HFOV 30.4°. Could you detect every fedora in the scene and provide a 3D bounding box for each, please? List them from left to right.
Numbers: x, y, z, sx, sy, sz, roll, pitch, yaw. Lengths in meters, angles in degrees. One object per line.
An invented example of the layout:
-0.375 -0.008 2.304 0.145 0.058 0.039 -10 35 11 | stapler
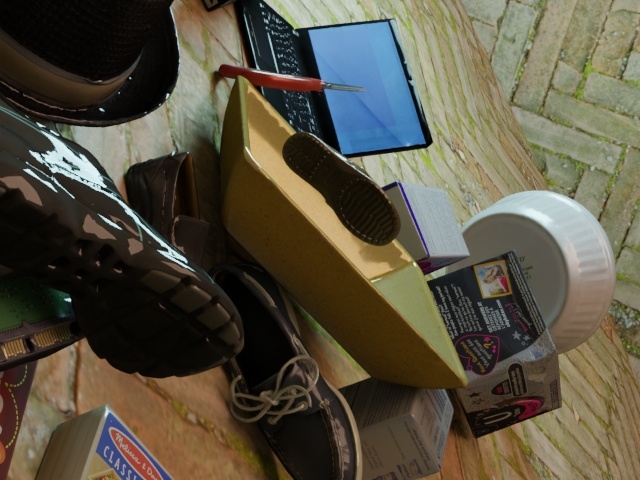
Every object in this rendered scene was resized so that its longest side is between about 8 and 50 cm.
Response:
-0.211 -0.264 0.966 0.334 0.152 0.334 29 45 -33 | fedora

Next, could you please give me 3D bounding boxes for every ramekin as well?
0.323 0.058 1.877 0.127 0.273 0.273 -6 72 -56 | ramekin

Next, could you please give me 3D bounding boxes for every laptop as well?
0.018 -0.246 1.631 0.264 0.136 0.234 32 38 -56 | laptop

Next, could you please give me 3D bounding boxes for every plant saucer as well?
0.000 0.000 1.259 0.333 0.081 0.333 46 11 -18 | plant saucer

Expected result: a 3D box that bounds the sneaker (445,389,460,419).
0.154 0.190 1.606 0.118 0.042 0.067 50 28 -30 | sneaker

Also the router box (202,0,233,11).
-0.063 -0.358 1.515 0.046 0.133 0.179 62 33 -8 | router box

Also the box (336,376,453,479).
0.058 0.199 1.223 0.072 0.137 0.126 63 21 -13 | box

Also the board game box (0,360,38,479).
-0.249 0.068 0.780 0.145 0.027 0.281 52 24 -34 | board game box

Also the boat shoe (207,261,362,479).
-0.039 0.133 1.122 0.079 0.095 0.255 17 49 -64 | boat shoe

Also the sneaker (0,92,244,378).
-0.141 -0.003 0.759 0.267 0.101 0.106 43 27 -41 | sneaker

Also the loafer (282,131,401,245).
0.024 -0.056 1.180 0.148 0.056 0.050 47 13 -10 | loafer

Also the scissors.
-0.004 -0.195 1.490 0.297 0.109 0.021 2 101 -48 | scissors

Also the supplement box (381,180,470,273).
0.113 -0.007 1.631 0.220 0.111 0.114 -3 70 -68 | supplement box

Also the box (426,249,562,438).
0.237 0.151 1.617 0.247 0.142 0.163 62 8 -63 | box

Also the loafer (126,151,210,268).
-0.132 -0.005 1.098 0.062 0.061 0.170 18 51 -65 | loafer

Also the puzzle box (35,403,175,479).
-0.081 0.347 0.842 0.409 0.052 0.272 54 22 -27 | puzzle box

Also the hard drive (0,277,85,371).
-0.286 -0.067 0.725 0.339 0.064 0.237 63 22 4 | hard drive
